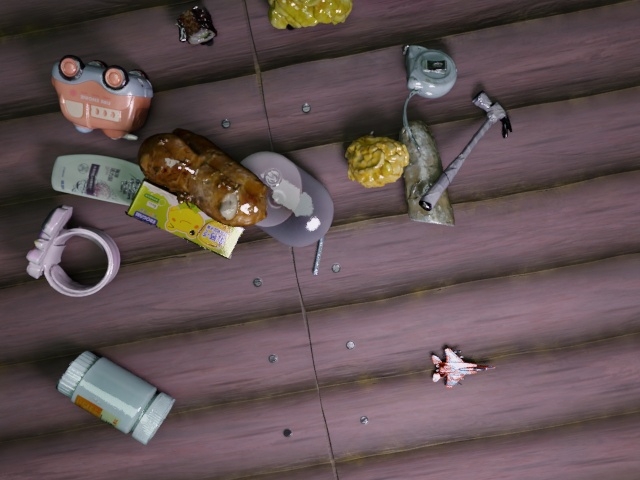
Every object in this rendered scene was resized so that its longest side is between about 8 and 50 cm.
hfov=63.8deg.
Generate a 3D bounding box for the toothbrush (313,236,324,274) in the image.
[{"bbox_3d":[0.000,0.000,1.591,0.019,0.016,0.219,9,95,2],"label":"toothbrush"}]

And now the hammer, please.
[{"bbox_3d":[0.402,-0.249,1.474,0.152,0.044,0.427,44,71,-4],"label":"hammer"}]

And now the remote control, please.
[{"bbox_3d":[-0.116,-0.122,1.539,0.332,0.103,0.221,35,102,-3],"label":"remote control"}]

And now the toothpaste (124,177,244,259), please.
[{"bbox_3d":[-0.394,-0.063,1.516,0.328,0.077,0.110,26,95,-20],"label":"toothpaste"}]

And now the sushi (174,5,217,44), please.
[{"bbox_3d":[-0.362,-0.625,1.506,0.098,0.094,0.084,-18,91,19],"label":"sushi"}]

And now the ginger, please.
[{"bbox_3d":[-0.337,-0.171,1.430,0.418,0.254,0.176,40,123,15],"label":"ginger"}]

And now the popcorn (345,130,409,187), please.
[{"bbox_3d":[0.152,-0.225,1.491,0.194,0.140,0.163,28,112,38],"label":"popcorn"}]

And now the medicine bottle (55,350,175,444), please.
[{"bbox_3d":[-0.625,0.477,1.579,0.318,0.158,0.158,32,95,-2],"label":"medicine bottle"}]

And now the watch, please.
[{"bbox_3d":[-0.722,0.038,1.532,0.231,0.196,0.244,25,92,-8],"label":"watch"}]

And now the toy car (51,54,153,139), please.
[{"bbox_3d":[-0.633,-0.410,1.497,0.271,0.180,0.212,13,105,-1],"label":"toy car"}]

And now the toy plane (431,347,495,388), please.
[{"bbox_3d":[0.442,0.394,1.596,0.189,0.061,0.130,-3,94,-3],"label":"toy plane"}]

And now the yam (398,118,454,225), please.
[{"bbox_3d":[0.300,-0.192,1.510,0.133,0.133,0.330,-12,91,2],"label":"yam"}]

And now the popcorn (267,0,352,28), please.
[{"bbox_3d":[-0.044,-0.716,1.427,0.250,0.235,0.241,-4,113,14],"label":"popcorn"}]

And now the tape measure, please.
[{"bbox_3d":[0.313,-0.410,1.457,0.164,0.084,0.330,-1,67,1],"label":"tape measure"}]

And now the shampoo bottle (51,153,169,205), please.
[{"bbox_3d":[-0.617,-0.181,1.559,0.360,0.078,0.134,11,95,1],"label":"shampoo bottle"}]
